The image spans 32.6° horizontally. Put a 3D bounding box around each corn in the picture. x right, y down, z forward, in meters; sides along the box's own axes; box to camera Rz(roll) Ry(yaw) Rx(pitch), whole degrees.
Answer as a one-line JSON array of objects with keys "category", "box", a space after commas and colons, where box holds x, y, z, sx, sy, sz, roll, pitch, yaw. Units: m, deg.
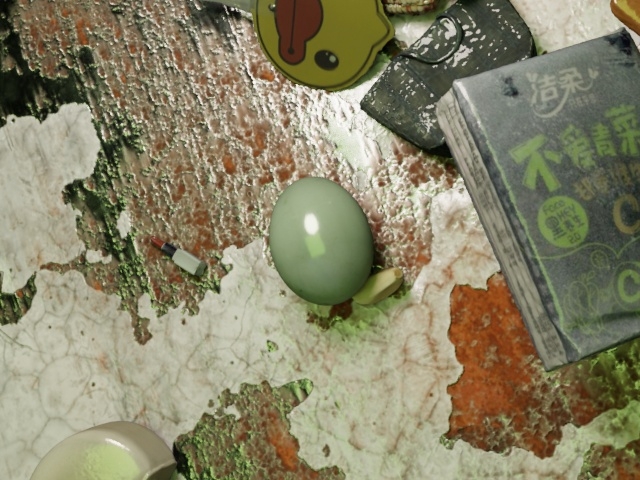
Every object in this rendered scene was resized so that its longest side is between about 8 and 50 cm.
[{"category": "corn", "box": [0.064, -0.373, 1.637, 0.237, 0.079, 0.079, 2, 87, 21]}]

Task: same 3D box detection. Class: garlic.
[{"category": "garlic", "box": [0.089, 0.063, 1.607, 0.083, 0.053, 0.041, -34, 77, 30]}]

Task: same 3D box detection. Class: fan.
[{"category": "fan", "box": [-0.043, -0.347, 1.649, 0.335, 0.011, 0.229, 15, 117, 17]}]

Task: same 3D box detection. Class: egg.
[{"category": "egg", "box": [0.000, 0.000, 1.588, 0.149, 0.149, 0.192, -18, 80, 15]}]

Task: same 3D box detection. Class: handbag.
[{"category": "handbag", "box": [0.195, -0.242, 1.589, 0.270, 0.089, 0.175, -44, 68, 9]}]

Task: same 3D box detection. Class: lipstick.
[{"category": "lipstick", "box": [-0.228, 0.020, 1.721, 0.107, 0.025, 0.025, 31, 94, 22]}]

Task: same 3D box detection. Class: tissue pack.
[{"category": "tissue pack", "box": [0.354, -0.058, 1.440, 0.288, 0.124, 0.394, -18, 80, -20]}]

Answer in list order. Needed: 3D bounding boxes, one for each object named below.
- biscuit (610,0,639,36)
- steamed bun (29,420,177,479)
[{"category": "biscuit", "box": [0.541, -0.259, 1.450, 0.284, 0.043, 0.306, -11, 82, -8]}, {"category": "steamed bun", "box": [-0.351, 0.385, 1.668, 0.164, 0.146, 0.241, 35, 96, 11]}]
